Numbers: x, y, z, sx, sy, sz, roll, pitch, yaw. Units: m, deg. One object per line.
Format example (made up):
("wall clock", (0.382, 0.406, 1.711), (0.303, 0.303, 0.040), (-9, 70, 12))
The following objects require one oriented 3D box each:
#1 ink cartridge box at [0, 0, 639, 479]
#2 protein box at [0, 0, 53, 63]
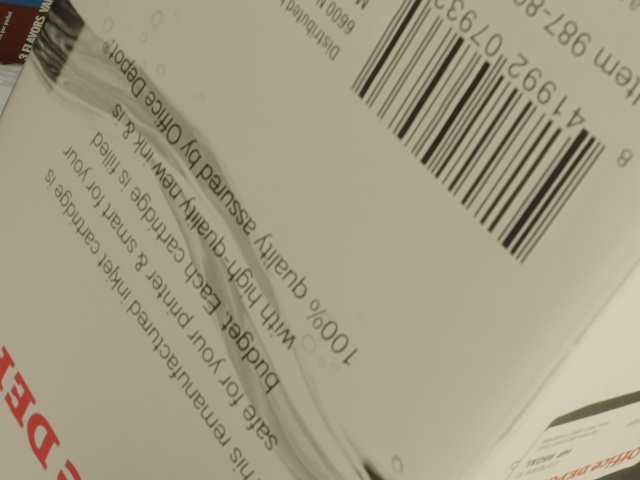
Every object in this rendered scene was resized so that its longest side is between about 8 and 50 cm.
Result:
("ink cartridge box", (0.024, -0.021, 0.500), (0.166, 0.395, 0.285), (4, 37, -45))
("protein box", (-0.284, -0.231, 0.825), (0.200, 0.136, 0.201), (0, 40, -45))
